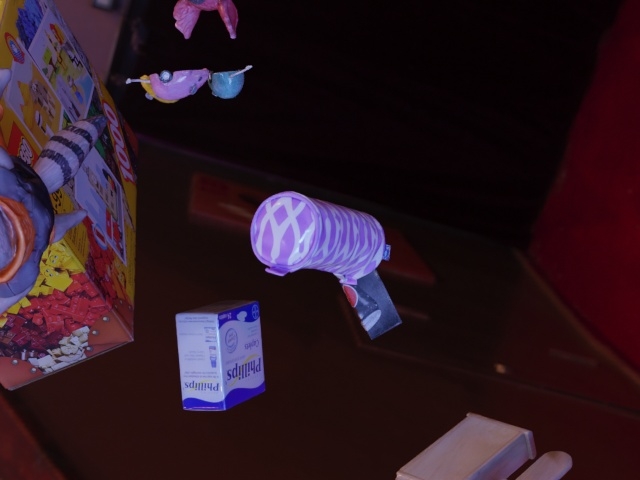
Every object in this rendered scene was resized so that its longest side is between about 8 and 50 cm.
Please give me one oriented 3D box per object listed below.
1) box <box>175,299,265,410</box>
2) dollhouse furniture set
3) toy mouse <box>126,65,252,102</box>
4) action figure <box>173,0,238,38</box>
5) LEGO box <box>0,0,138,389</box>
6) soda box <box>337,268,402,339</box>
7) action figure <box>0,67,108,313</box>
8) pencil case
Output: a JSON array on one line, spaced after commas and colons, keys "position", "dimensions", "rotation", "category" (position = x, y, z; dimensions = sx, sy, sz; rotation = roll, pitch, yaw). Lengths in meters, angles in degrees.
[{"position": [-0.140, 0.161, 1.572], "dimensions": [0.126, 0.072, 0.137], "rotation": [-13, -80, -65], "category": "box"}, {"position": [0.253, 0.454, 1.599], "dimensions": [0.303, 0.174, 0.356], "rotation": [10, 123, 49], "category": "dollhouse furniture set"}, {"position": [-0.132, -0.167, 1.193], "dimensions": [0.161, 0.143, 0.031], "rotation": [-14, -78, -62], "category": "toy mouse"}, {"position": [-0.122, -0.331, 0.850], "dimensions": [0.276, 0.248, 0.370], "rotation": [-96, -11, -73], "category": "action figure"}, {"position": [-0.417, -0.113, 1.500], "dimensions": [0.500, 0.193, 0.372], "rotation": [-102, -13, -53], "category": "LEGO box"}, {"position": [0.062, 0.065, 1.702], "dimensions": [0.169, 0.060, 0.053], "rotation": [63, 176, -21], "category": "soda box"}, {"position": [-0.300, -0.076, 0.985], "dimensions": [0.330, 0.178, 0.341], "rotation": [-101, 0, -67], "category": "action figure"}, {"position": [0.000, 0.000, 1.205], "dimensions": [0.206, 0.086, 0.088], "rotation": [14, -87, -64], "category": "pencil case"}]
